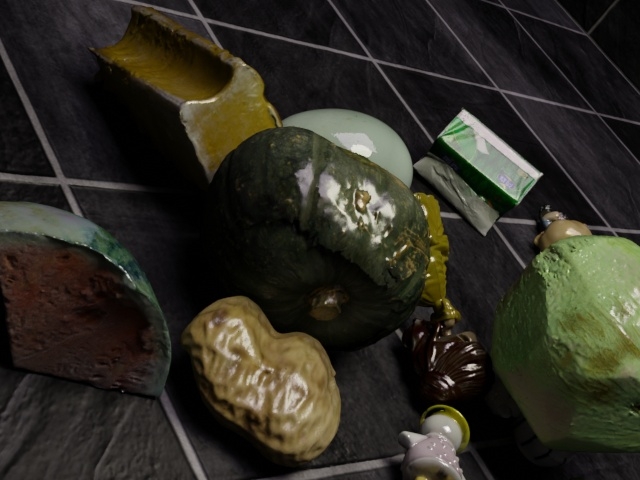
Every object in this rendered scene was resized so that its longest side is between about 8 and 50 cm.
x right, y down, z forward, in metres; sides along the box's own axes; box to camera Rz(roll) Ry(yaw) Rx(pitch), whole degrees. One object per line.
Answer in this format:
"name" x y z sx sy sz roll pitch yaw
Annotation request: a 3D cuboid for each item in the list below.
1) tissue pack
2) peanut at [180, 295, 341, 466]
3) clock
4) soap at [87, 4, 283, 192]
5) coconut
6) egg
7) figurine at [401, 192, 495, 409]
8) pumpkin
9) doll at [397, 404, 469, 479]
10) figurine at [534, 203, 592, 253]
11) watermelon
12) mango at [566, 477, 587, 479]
"tissue pack" 0.305 -0.130 2.085 0.209 0.148 0.156 41 70 2
"peanut" -0.072 0.170 1.301 0.233 0.110 0.197 34 34 -8
"clock" 0.321 0.275 1.615 0.117 0.080 0.176 3 45 -46
"soap" -0.191 -0.182 1.635 0.338 0.169 0.304 36 -24 45
"coconut" 0.411 0.163 1.492 0.328 0.328 0.281 57 16 28
"egg" 0.031 -0.129 1.738 0.264 0.183 0.183 14 38 -25
"figurine" 0.174 0.110 1.612 0.168 0.187 0.315 5 52 -50
"pumpkin" 0.000 0.000 1.429 0.327 0.291 0.257 17 44 -15
"doll" 0.157 0.293 1.414 0.129 0.081 0.207 43 28 -8
"figurine" 0.510 -0.015 2.187 0.114 0.108 0.196 35 25 -13
"watermelon" -0.286 0.052 1.168 0.256 0.260 0.176 27 43 12
"mango" 0.410 0.413 1.539 0.165 0.074 0.091 41 24 -20
